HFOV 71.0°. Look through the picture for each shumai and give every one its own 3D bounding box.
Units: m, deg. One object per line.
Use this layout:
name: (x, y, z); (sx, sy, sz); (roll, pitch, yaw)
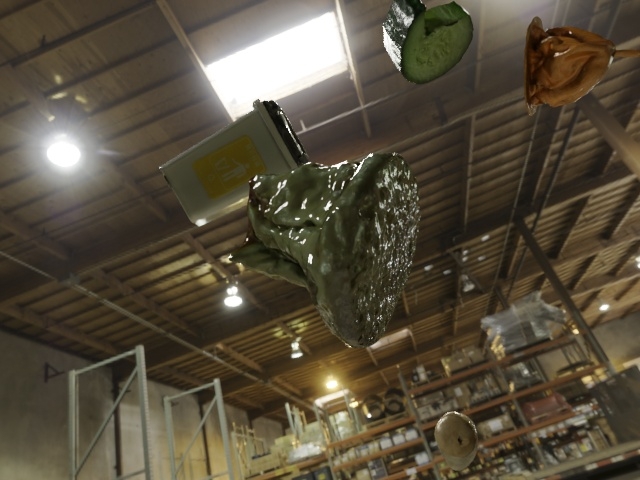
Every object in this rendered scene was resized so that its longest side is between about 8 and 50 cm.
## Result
shumai: (0.000, 0.000, 0.831); (0.323, 0.324, 0.397); (17, -15, 23)

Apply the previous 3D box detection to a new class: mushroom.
mushroom: (0.301, 0.436, 0.992); (0.108, 0.096, 0.247); (-51, -32, -18)

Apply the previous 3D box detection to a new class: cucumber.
cucumber: (0.247, -0.471, 1.050); (0.191, 0.130, 0.191); (-10, -33, -7)

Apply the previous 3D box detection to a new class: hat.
hat: (0.646, -0.446, 1.101); (0.233, 0.244, 0.233); (7, -45, 36)

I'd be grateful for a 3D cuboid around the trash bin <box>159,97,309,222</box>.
trash bin: (-0.239, -0.203, 1.290); (0.367, 0.256, 0.296); (-30, 4, -8)
